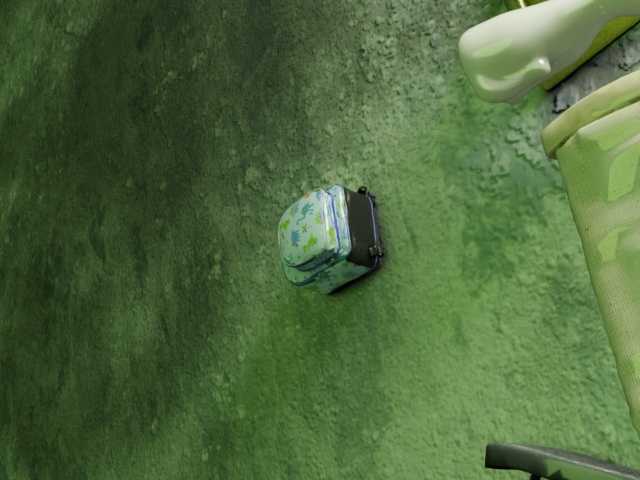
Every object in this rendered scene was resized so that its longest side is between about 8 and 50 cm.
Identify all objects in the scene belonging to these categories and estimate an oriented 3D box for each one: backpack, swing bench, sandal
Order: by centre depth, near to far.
[{"bbox_3d":[0.296,0.031,0.603,0.165,0.254,0.253,-33,54,38],"label":"swing bench"},{"bbox_3d":[0.225,0.202,0.748,0.254,0.097,0.054,7,82,50],"label":"sandal"},{"bbox_3d":[0.000,0.000,1.094,0.114,0.084,0.105,-36,49,39],"label":"backpack"}]

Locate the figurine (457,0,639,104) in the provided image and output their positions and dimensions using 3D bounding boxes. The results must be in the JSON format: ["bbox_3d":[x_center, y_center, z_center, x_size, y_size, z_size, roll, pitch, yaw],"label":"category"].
[{"bbox_3d":[0.216,-0.248,0.864,0.209,0.092,0.215,-29,56,35],"label":"figurine"}]

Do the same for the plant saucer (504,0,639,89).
[{"bbox_3d":[0.246,-0.273,0.936,0.188,0.045,0.188,-38,51,35],"label":"plant saucer"}]
